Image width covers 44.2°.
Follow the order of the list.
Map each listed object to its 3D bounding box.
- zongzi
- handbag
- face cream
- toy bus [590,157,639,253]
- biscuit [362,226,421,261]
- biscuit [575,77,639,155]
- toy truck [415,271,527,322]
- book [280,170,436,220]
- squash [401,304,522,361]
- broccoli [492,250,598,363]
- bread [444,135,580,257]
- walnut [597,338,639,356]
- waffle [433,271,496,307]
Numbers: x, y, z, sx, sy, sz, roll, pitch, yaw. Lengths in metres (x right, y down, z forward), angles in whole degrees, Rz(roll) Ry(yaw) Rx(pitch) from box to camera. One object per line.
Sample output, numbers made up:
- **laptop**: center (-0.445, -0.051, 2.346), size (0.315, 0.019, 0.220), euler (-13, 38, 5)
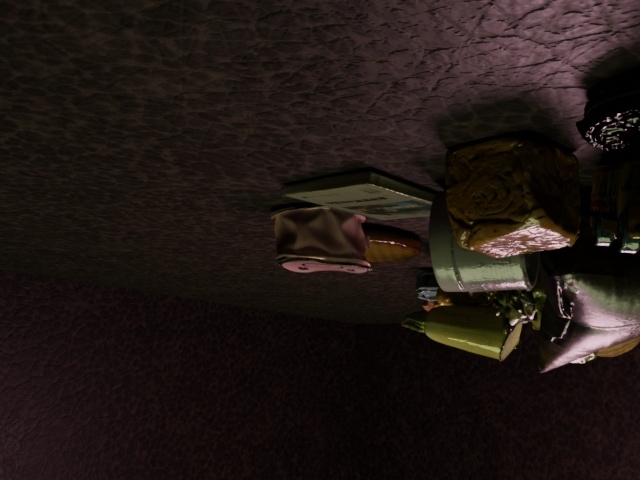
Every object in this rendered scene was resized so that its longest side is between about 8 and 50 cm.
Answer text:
- **zongzi**: center (0.593, 0.109, 1.423), size (0.404, 0.207, 0.432), euler (-4, 137, 6)
- **handbag**: center (0.000, 0.001, 1.589), size (0.205, 0.116, 0.179), euler (0, 170, 12)
- **face cream**: center (0.278, -0.003, 1.314), size (0.153, 0.177, 0.177), euler (-3, 168, 26)
- **toy bus**: center (0.425, -0.047, 1.015), size (0.121, 0.123, 0.335), euler (2, -177, 12)
- **biscuit**: center (0.075, 0.009, 1.820), size (0.318, 0.040, 0.318), euler (3, 171, 1)
- **biscuit**: center (0.390, -0.139, 0.882), size (0.195, 0.053, 0.194), euler (3, 170, 1)
- **toy truck**: center (0.449, 0.148, 2.218), size (0.338, 0.133, 0.184), euler (0, 153, 28)
- **book**: center (0.099, -0.073, 1.412), size (0.215, 0.025, 0.283), euler (-6, 168, 45)
- **squash**: center (0.333, 0.207, 1.836), size (0.288, 0.137, 0.137), euler (7, 170, 4)
- **broccoli**: center (0.532, 0.094, 1.660), size (0.334, 0.324, 0.272), euler (-17, -158, 39)
- **bread**: center (0.273, -0.062, 1.112), size (0.143, 0.149, 0.158), euler (9, 162, -39)
- **walnut**: center (0.742, 0.201, 2.116), size (0.283, 0.227, 0.282), euler (14, 130, 17)
- **waffle**: center (0.434, 0.105, 1.952), size (0.324, 0.151, 0.261), euler (9, 165, -21)
